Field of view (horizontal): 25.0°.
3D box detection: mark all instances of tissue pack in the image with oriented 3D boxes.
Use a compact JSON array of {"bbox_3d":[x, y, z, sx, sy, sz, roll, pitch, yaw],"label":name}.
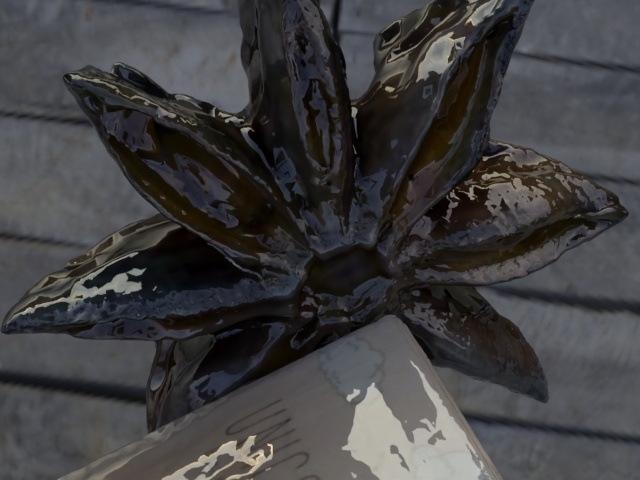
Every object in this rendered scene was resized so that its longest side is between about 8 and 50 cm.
[{"bbox_3d":[-0.074,0.163,0.647,0.325,0.071,0.170,-27,34,-2],"label":"tissue pack"}]

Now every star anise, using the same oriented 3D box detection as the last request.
[{"bbox_3d":[-0.002,0.001,0.751,0.331,0.332,0.118,-9,24,-7],"label":"star anise"}]
